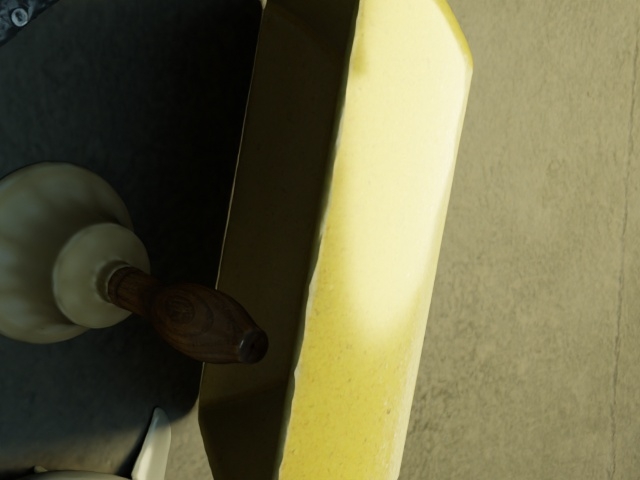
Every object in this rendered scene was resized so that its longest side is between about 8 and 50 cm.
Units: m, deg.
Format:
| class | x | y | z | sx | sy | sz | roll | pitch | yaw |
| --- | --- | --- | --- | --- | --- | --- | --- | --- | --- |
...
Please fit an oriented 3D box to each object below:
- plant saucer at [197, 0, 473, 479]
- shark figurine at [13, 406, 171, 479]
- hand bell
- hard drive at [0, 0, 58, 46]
| class | x | y | z | sx | sy | sz | roll | pitch | yaw |
| --- | --- | --- | --- | --- | --- | --- | --- | --- | --- |
| plant saucer | 0.000 | 0.000 | 0.651 | 0.081 | 0.333 | 0.333 | 9 | 95 | -12 |
| shark figurine | -0.162 | 0.201 | 0.711 | 0.278 | 0.116 | 0.166 | 13 | 91 | -42 |
| hand bell | -0.110 | 0.031 | 0.626 | 0.126 | 0.242 | 0.126 | -10 | 107 | -36 |
| hard drive | -0.289 | -0.162 | 0.554 | 0.339 | 0.064 | 0.237 | -47 | 125 | -20 |
